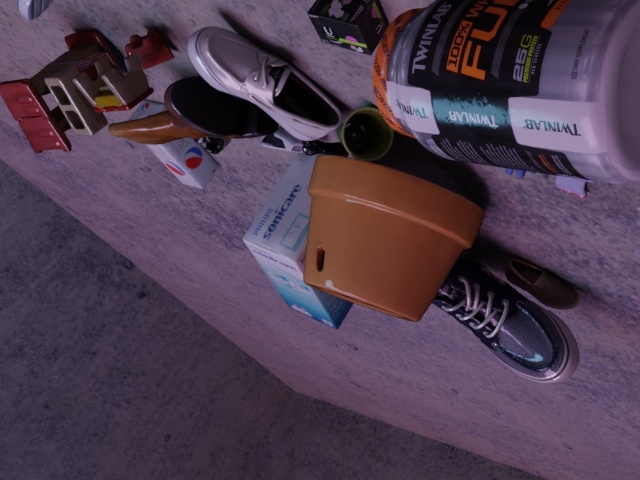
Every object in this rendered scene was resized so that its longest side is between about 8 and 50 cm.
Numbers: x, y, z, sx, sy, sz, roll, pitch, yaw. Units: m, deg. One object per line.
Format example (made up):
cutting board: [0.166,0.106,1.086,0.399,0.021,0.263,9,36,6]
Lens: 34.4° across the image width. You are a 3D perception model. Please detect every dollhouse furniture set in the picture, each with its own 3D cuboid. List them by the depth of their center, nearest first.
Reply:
dollhouse furniture set: [-0.389,-0.274,1.869,0.374,0.201,0.152,4,130,44]

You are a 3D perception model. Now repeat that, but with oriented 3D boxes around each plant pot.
plant pot: [0.062,-0.166,1.620,0.083,0.083,0.079,37,174,-16]
plant pot: [0.098,0.006,1.673,0.290,0.204,0.291,19,174,2]

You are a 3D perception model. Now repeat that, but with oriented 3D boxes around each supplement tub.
supplement tub: [0.219,-0.172,1.112,0.316,0.194,0.193,13,155,46]

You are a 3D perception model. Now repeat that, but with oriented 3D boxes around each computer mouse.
computer mouse: [-0.037,-0.173,1.787,0.106,0.042,0.193,1,-170,-38]

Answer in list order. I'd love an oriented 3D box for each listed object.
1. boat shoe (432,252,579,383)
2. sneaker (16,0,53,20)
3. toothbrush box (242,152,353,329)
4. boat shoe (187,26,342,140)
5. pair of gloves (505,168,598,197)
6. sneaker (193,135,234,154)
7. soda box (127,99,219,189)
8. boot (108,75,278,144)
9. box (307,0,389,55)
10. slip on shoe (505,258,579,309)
boat shoe: [0.276,0.123,1.762,0.158,0.127,0.340,16,-164,-42]
sneaker: [-0.494,-0.470,1.744,0.091,0.094,0.258,41,154,3]
toothbrush box: [0.000,0.000,1.939,0.126,0.216,0.295,22,159,28]
boat shoe: [-0.081,-0.246,1.607,0.267,0.096,0.088,38,158,-21]
pair of gloves: [0.301,-0.117,1.412,0.198,0.023,0.159,26,162,22]
sneaker: [-0.216,-0.221,1.941,0.063,0.075,0.170,22,160,32]
soda box: [-0.308,-0.199,2.178,0.074,0.069,0.216,17,158,41]
boot: [-0.255,-0.217,1.774,0.280,0.096,0.264,-1,-176,33]
box: [0.037,-0.288,1.351,0.083,0.052,0.062,23,161,33]
slip on shoe: [0.378,0.072,1.763,0.135,0.051,0.041,32,155,24]
